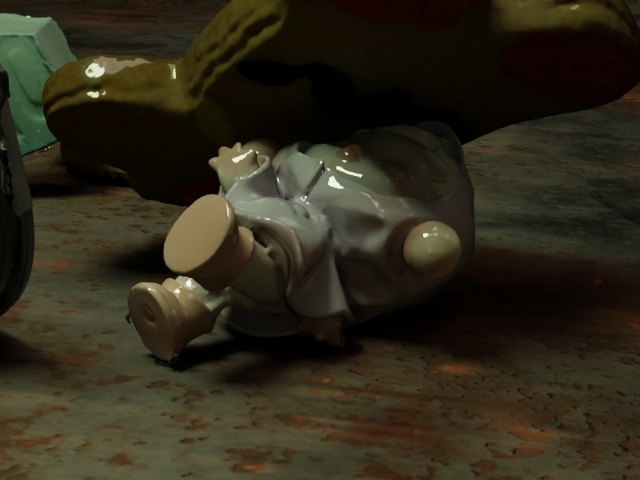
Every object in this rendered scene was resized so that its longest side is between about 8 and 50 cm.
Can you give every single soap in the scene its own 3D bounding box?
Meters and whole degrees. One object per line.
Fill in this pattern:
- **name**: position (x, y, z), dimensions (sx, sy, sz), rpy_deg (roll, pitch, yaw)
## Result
- **soap**: position (-0.333, -0.127, 1.238), dimensions (0.230, 0.145, 0.091), rpy_deg (-27, 21, 0)

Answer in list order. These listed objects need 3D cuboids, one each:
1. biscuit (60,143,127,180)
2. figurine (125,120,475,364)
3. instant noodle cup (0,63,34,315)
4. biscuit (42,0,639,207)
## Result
- **biscuit**: position (-0.164, -0.119, 1.394), dimensions (0.259, 0.079, 0.259), rpy_deg (1, 16, 0)
- **figurine**: position (0.001, 0.000, 0.887), dimensions (0.276, 0.133, 0.200), rpy_deg (-19, 34, -40)
- **instant noodle cup**: position (-0.325, -0.032, 0.808), dimensions (0.181, 0.302, 0.258), rpy_deg (-30, 75, -38)
- **biscuit**: position (0.025, -0.098, 0.985), dimensions (0.368, 0.076, 0.394), rpy_deg (16, -30, -40)
